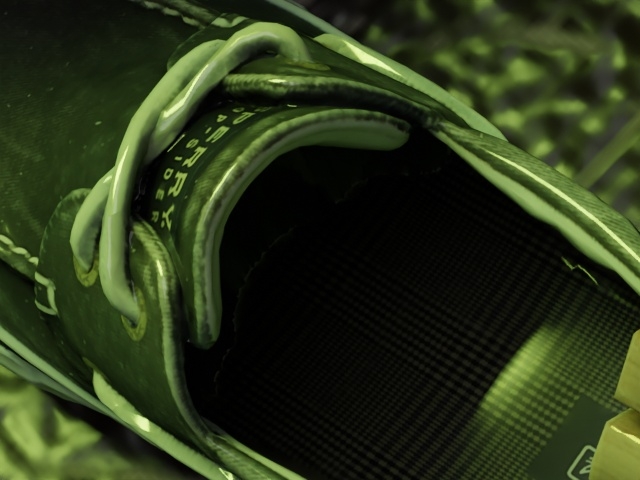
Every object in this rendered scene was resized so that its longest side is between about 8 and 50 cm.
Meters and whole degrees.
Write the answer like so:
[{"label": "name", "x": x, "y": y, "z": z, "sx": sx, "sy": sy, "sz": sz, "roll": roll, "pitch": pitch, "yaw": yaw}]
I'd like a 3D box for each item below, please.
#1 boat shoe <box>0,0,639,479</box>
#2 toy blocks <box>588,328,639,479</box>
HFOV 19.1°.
[{"label": "boat shoe", "x": 0.000, "y": 0.000, "z": 0.435, "sx": 0.335, "sy": 0.119, "sz": 0.121, "roll": 28, "pitch": 79, "yaw": 22}, {"label": "toy blocks", "x": 0.164, "y": 0.035, "z": 0.271, "sx": 0.261, "sy": 0.381, "sz": 0.190, "roll": 31, "pitch": 123, "yaw": 29}]
